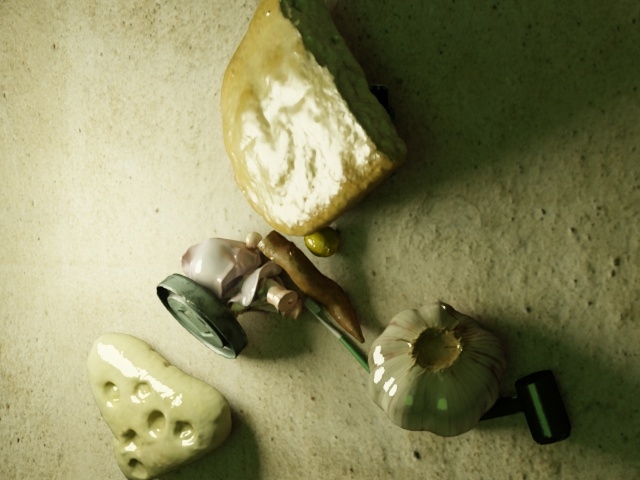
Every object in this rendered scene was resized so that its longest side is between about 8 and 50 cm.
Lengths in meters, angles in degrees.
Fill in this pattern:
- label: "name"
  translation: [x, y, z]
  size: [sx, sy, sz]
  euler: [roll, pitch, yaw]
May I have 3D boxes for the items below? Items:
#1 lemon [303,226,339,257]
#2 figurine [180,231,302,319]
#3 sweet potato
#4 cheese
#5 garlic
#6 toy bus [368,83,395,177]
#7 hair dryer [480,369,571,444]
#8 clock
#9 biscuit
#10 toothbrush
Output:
- label: "lemon"
  translation: [0.000, 0.000, 1.634]
  size: [0.092, 0.065, 0.065]
  euler: [33, 112, 44]
- label: "figurine"
  translation: [-0.160, 0.083, 1.700]
  size: [0.275, 0.133, 0.200]
  euler: [24, 104, 26]
- label: "sweet potato"
  translation: [-0.006, 0.088, 1.628]
  size: [0.281, 0.067, 0.059]
  euler: [43, 83, 1]
- label: "cheese"
  translation: [-0.354, 0.351, 1.848]
  size: [0.328, 0.129, 0.351]
  euler: [-20, 87, 34]
- label: "garlic"
  translation: [0.195, 0.256, 1.486]
  size: [0.245, 0.245, 0.253]
  euler: [35, 148, 24]
- label: "toy bus"
  translation: [0.081, -0.199, 1.548]
  size: [0.101, 0.088, 0.175]
  euler: [-1, 97, 35]
- label: "hair dryer"
  translation: [0.316, 0.316, 1.475]
  size: [0.248, 0.070, 0.114]
  euler: [-23, 83, 35]
- label: "clock"
  translation: [-0.247, 0.158, 1.731]
  size: [0.226, 0.049, 0.226]
  euler: [34, 155, 18]
- label: "biscuit"
  translation: [-0.062, -0.227, 1.555]
  size: [0.446, 0.104, 0.429]
  euler: [-39, 71, 49]
- label: "toothbrush"
  translation: [0.054, 0.208, 1.649]
  size: [0.257, 0.018, 0.024]
  euler: [48, 110, 19]
